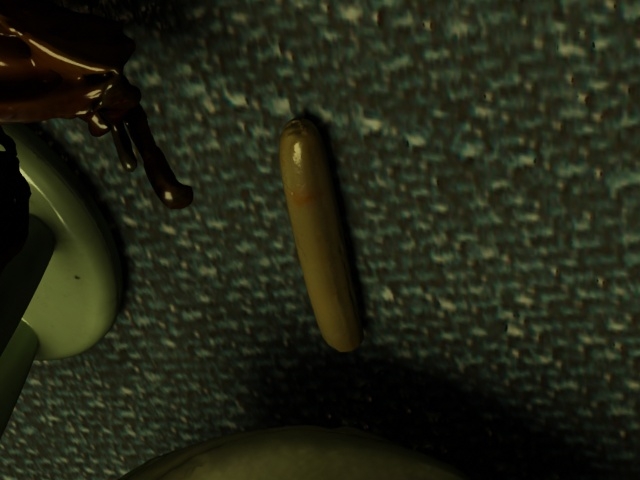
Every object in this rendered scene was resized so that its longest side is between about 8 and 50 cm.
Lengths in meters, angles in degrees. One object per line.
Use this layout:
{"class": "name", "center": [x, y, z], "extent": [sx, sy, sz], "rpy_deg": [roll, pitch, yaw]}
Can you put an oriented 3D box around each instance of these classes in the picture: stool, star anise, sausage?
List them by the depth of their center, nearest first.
{"class": "star anise", "center": [-0.169, -0.088, 0.577], "extent": [0.190, 0.126, 0.220], "rpy_deg": [-20, 95, 13]}
{"class": "sausage", "center": [0.000, 0.000, 0.630], "extent": [0.024, 0.024, 0.132], "rpy_deg": [10, 135, 26]}
{"class": "stool", "center": [-0.232, 0.041, 0.696], "extent": [0.195, 0.199, 0.195], "rpy_deg": [31, 138, 6]}

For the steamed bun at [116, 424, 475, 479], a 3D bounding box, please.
{"class": "steamed bun", "center": [0.029, 0.233, 0.679], "extent": [0.339, 0.247, 0.352], "rpy_deg": [40, 160, 20]}
